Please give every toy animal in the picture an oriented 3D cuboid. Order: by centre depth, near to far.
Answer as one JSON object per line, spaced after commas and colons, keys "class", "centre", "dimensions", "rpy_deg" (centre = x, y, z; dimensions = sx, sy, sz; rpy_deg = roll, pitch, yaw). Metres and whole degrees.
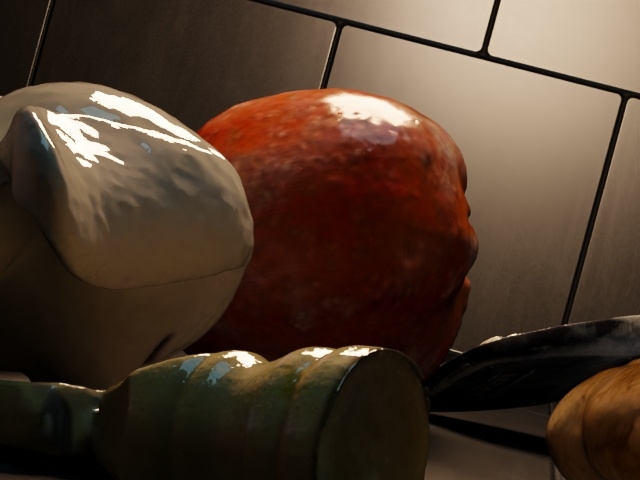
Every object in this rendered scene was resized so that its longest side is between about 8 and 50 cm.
{"class": "toy animal", "centre": [-0.154, -0.012, 0.968], "dimensions": [0.265, 0.206, 0.272], "rpy_deg": [10, 1, -39]}

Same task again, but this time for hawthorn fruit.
{"class": "hawthorn fruit", "centre": [0.000, 0.000, 1.479], "dimensions": [0.284, 0.284, 0.284], "rpy_deg": [15, 0, 0]}

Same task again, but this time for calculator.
{"class": "calculator", "centre": [0.194, 0.112, 1.695], "dimensions": [0.268, 0.040, 0.177], "rpy_deg": [-1, -24, -34]}

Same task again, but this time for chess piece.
{"class": "chess piece", "centre": [-0.058, 0.084, 0.816], "dimensions": [0.200, 0.090, 0.090], "rpy_deg": [2, -8, 34]}

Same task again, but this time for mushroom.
{"class": "mushroom", "centre": [0.263, 0.129, 1.145], "dimensions": [0.278, 0.146, 0.278], "rpy_deg": [10, -6, 1]}
